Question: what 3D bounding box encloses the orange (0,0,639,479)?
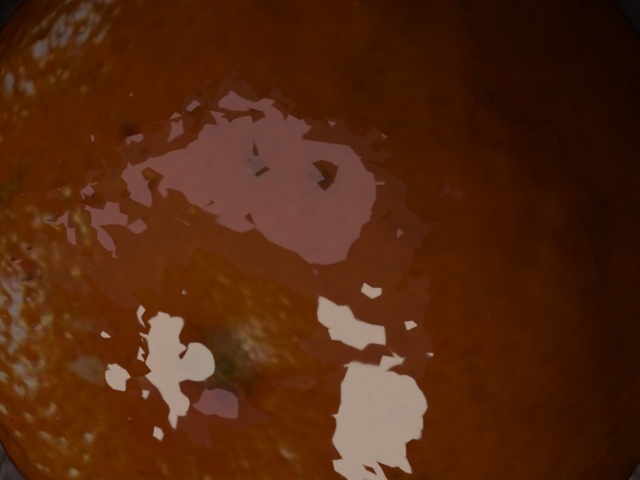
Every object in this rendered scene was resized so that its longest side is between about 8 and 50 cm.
[{"bbox_3d":[0.000,0.000,0.625,0.423,0.326,0.424,6,116,13],"label":"orange"}]
